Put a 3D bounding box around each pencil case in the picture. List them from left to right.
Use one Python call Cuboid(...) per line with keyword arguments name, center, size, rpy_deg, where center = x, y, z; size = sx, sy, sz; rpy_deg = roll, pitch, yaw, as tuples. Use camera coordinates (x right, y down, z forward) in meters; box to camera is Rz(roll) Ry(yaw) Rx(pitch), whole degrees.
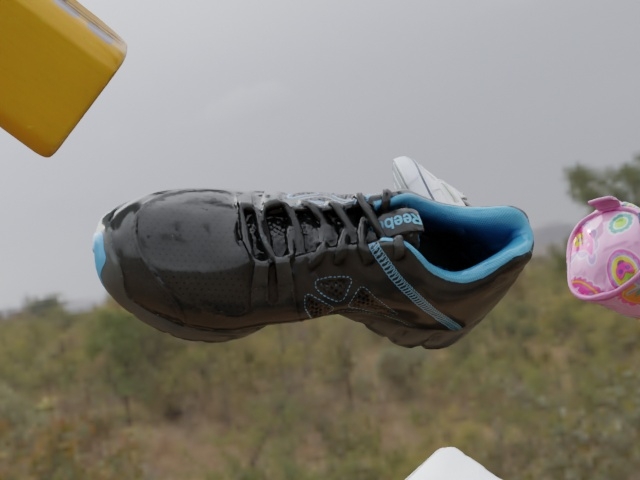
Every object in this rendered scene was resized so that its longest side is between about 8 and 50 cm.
Cuboid(name="pencil case", center=(0.387, 0.049, 1.639), size=(0.284, 0.124, 0.124), rpy_deg=(26, -25, -38))

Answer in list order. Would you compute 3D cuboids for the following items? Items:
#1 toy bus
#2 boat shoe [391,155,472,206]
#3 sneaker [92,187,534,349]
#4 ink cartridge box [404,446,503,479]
Cuboid(name="toy bus", center=(-0.312, -0.207, 1.144), size=(0.108, 0.332, 0.130), rpy_deg=(-51, 13, 8))
Cuboid(name="boat shoe", center=(0.154, -0.028, 1.870), size=(0.076, 0.226, 0.083), rpy_deg=(-12, -45, -11))
Cuboid(name="sneaker", center=(0.000, 0.000, 1.120), size=(0.341, 0.125, 0.139), rpy_deg=(3, -28, -28))
Cuboid(name="ink cartridge box", center=(0.244, 0.468, 1.753), size=(0.166, 0.395, 0.285), rpy_deg=(-40, 29, -14))
